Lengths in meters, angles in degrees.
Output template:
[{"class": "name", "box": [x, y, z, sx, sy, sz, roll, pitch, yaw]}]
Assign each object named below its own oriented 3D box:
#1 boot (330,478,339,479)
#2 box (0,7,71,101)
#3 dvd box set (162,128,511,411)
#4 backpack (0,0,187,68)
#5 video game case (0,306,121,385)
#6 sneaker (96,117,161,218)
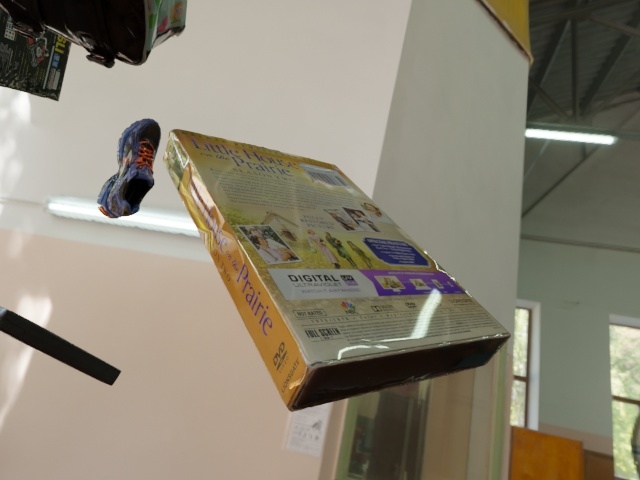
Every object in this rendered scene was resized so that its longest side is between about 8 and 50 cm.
[{"class": "boot", "box": [-0.098, 0.203, 0.158, 0.207, 0.246, 0.094, 6, 28, -25]}, {"class": "box", "box": [-0.650, -0.488, 0.908, 0.079, 0.322, 0.257, 19, 10, 1]}, {"class": "dvd box set", "box": [0.000, 0.000, 0.548, 0.307, 0.420, 0.062, 4, -56, -40]}, {"class": "backpack", "box": [-0.242, -0.349, 0.436, 0.225, 0.191, 0.253, 24, -33, 0]}, {"class": "video game case", "box": [-0.530, 0.164, 0.751, 0.248, 0.035, 0.275, 13, -30, 24]}, {"class": "sneaker", "box": [-0.370, -0.144, 0.862, 0.087, 0.221, 0.083, 12, -7, 30]}]
